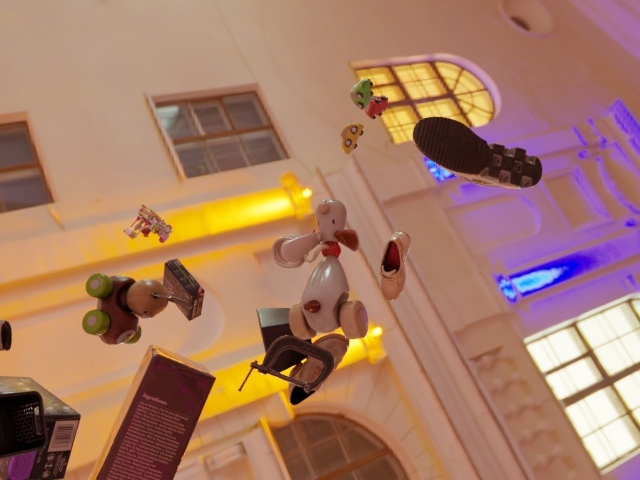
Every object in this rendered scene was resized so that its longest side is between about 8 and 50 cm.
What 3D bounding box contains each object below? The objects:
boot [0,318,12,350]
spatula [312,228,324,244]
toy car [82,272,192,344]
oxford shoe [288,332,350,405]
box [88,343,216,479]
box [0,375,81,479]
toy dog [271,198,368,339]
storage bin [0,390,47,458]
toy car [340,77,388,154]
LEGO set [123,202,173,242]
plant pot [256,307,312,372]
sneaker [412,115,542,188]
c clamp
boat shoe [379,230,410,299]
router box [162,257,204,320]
[{"bbox_3d":[-0.806,0.219,1.523,0.190,0.208,0.076,116,-26,-56],"label":"boot"},{"bbox_3d":[0.000,0.000,1.917,0.084,0.030,0.296,-65,-163,-13],"label":"spatula"},{"bbox_3d":[-0.372,0.140,1.419,0.155,0.188,0.149,46,41,-67],"label":"toy car"},{"bbox_3d":[-0.004,0.442,2.282,0.348,0.122,0.130,-56,-164,39],"label":"oxford shoe"},{"bbox_3d":[-0.349,0.410,1.326,0.382,0.143,0.191,-69,-166,-8],"label":"box"},{"bbox_3d":[-0.718,0.444,1.614,0.270,0.143,0.165,17,-90,40],"label":"box"},{"bbox_3d":[-0.002,0.060,1.441,0.161,0.220,0.334,45,21,-59],"label":"toy dog"},{"bbox_3d":[-0.641,0.372,1.339,0.084,0.180,0.122,-17,-103,17],"label":"storage bin"},{"bbox_3d":[0.120,-0.394,1.977,0.053,0.239,0.225,29,-23,19],"label":"toy car"},{"bbox_3d":[-0.552,-0.034,2.147,0.132,0.107,0.287,42,-11,-11],"label":"LEGO set"},{"bbox_3d":[-0.121,0.338,2.381,0.188,0.166,0.188,-128,-153,-71],"label":"plant pot"},{"bbox_3d":[0.357,-0.195,1.646,0.146,0.330,0.123,163,-52,-75],"label":"sneaker"},{"bbox_3d":[-0.058,0.244,1.280,0.137,0.160,0.022,-64,-158,12],"label":"c clamp"},{"bbox_3d":[0.160,0.063,1.535,0.063,0.059,0.170,18,-65,29],"label":"boat shoe"},{"bbox_3d":[-0.325,0.116,1.597,0.122,0.038,0.092,46,-40,26],"label":"router box"}]
